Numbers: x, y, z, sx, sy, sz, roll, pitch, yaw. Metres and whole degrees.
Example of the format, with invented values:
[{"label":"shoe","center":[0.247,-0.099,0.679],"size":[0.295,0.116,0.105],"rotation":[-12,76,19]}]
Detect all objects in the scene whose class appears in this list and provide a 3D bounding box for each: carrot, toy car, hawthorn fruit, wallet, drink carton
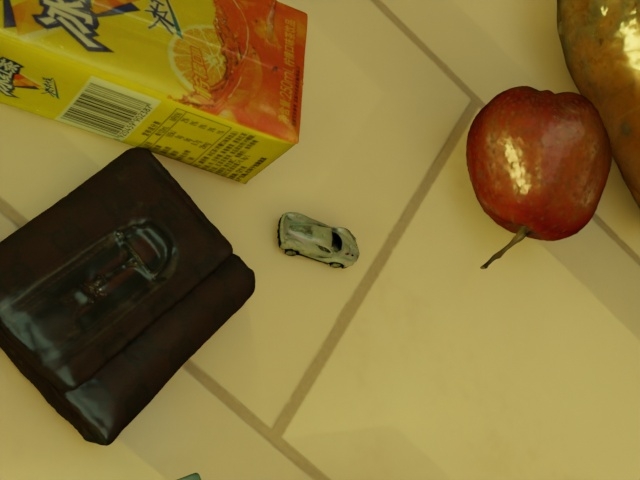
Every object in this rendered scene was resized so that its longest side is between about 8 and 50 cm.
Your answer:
[{"label":"carrot","center":[0.417,-0.204,1.391],"size":[0.224,0.224,0.340],"rotation":[-15,79,-38]},{"label":"toy car","center":[0.000,0.000,1.143],"size":[0.093,0.025,0.041],"rotation":[15,64,-28]},{"label":"hawthorn fruit","center":[0.230,-0.058,1.256],"size":[0.163,0.163,0.203],"rotation":[13,78,-30]},{"label":"wallet","center":[-0.170,0.038,0.998],"size":[0.182,0.049,0.229],"rotation":[48,50,-4]},{"label":"drink carton","center":[-0.189,-0.182,1.040],"size":[0.351,0.111,0.154],"rotation":[17,61,-26]}]

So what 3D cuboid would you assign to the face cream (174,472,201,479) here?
[{"label":"face cream","center":[-0.087,0.312,0.918],"size":[0.077,0.077,0.250],"rotation":[-15,80,-38]}]
